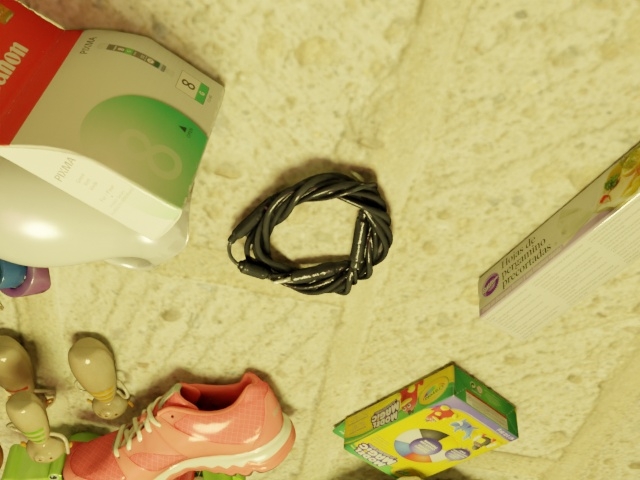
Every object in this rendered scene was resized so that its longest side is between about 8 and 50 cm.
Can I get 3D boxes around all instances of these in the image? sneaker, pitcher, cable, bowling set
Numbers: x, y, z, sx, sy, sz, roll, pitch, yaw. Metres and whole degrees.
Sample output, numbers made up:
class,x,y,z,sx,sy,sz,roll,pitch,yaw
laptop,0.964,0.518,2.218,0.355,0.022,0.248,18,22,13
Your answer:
class,x,y,z,sx,sy,sz,roll,pitch,yaw
sneaker,-0.197,0.244,1.085,0.314,0.116,0.136,-14,120,2
pitcher,-0.248,-0.020,0.834,0.207,0.125,0.178,11,151,-18
cable,0.000,0.000,0.860,0.150,0.047,0.184,34,128,-23
bowling set,-0.403,0.230,1.040,0.287,0.200,0.154,5,137,8

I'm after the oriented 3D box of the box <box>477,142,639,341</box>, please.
class,x,y,z,sx,sy,sz,roll,pitch,yaw
box,0.279,-0.016,0.796,0.067,0.063,0.324,27,131,-17

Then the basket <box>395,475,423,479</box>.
class,x,y,z,sx,sy,sz,roll,pitch,yaw
basket,0.118,0.550,1.155,0.266,0.328,0.331,24,134,-38

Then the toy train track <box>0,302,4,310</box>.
class,x,y,z,sx,sy,sz,roll,pitch,yaw
toy train track,-0.403,0.058,0.992,0.048,0.014,0.083,-2,134,10

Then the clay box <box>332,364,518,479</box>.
class,x,y,z,sx,sy,sz,roll,pitch,yaw
clay box,0.131,0.252,1.083,0.127,0.053,0.222,35,128,-26

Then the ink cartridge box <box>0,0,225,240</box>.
class,x,y,z,sx,sy,sz,roll,pitch,yaw
ink cartridge box,-0.197,-0.122,0.673,0.225,0.181,0.056,33,129,-21

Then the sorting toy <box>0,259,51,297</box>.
class,x,y,z,sx,sy,sz,roll,pitch,yaw
sorting toy,-0.462,0.084,0.914,0.365,0.126,0.127,-23,83,27

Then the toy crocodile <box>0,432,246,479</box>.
class,x,y,z,sx,sy,sz,roll,pitch,yaw
toy crocodile,-0.275,0.338,1.179,0.340,0.115,0.105,12,130,-7
